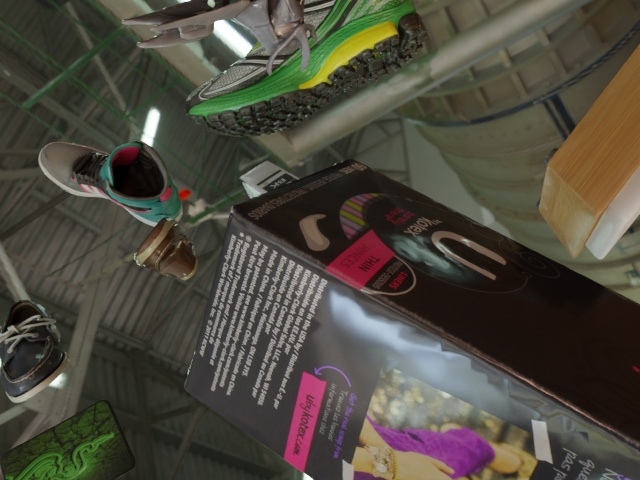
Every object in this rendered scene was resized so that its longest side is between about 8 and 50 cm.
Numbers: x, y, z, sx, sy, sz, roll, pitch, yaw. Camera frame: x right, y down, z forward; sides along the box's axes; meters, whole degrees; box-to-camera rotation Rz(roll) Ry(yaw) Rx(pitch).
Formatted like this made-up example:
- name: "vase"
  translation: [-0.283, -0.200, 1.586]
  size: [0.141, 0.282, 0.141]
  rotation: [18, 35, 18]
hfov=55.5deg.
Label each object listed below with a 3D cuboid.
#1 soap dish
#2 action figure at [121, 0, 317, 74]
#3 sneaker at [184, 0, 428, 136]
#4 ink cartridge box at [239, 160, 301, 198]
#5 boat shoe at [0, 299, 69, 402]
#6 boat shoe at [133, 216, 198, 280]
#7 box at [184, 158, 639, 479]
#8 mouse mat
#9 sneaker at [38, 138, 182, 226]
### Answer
- name: "soap dish"
  translation: [0.394, -0.128, 0.759]
  size: [0.118, 0.290, 0.229]
  rotation: [37, 179, 22]
- name: "action figure"
  translation: [-0.051, -0.216, 0.296]
  size: [0.185, 0.099, 0.284]
  rotation: [-43, -50, -34]
- name: "sneaker"
  translation: [-0.036, -0.251, 0.835]
  size: [0.146, 0.344, 0.134]
  rotation: [67, -168, 9]
- name: "ink cartridge box"
  translation: [0.000, 0.000, 0.889]
  size: [0.333, 0.065, 0.165]
  rotation: [32, 152, 54]
- name: "boat shoe"
  translation: [-0.414, 0.145, 0.864]
  size: [0.079, 0.095, 0.254]
  rotation: [67, 166, -20]
- name: "boat shoe"
  translation: [-0.255, 0.022, 1.067]
  size: [0.095, 0.095, 0.257]
  rotation: [37, 175, -6]
- name: "box"
  translation: [0.076, 0.077, 0.391]
  size: [0.271, 0.143, 0.165]
  rotation: [29, -151, 16]
- name: "mouse mat"
  translation: [-0.409, 0.356, 0.981]
  size: [0.152, 0.190, 0.007]
  rotation: [46, 157, 38]
- name: "sneaker"
  translation: [-0.401, -0.131, 1.146]
  size: [0.296, 0.178, 0.123]
  rotation: [23, -113, -4]
